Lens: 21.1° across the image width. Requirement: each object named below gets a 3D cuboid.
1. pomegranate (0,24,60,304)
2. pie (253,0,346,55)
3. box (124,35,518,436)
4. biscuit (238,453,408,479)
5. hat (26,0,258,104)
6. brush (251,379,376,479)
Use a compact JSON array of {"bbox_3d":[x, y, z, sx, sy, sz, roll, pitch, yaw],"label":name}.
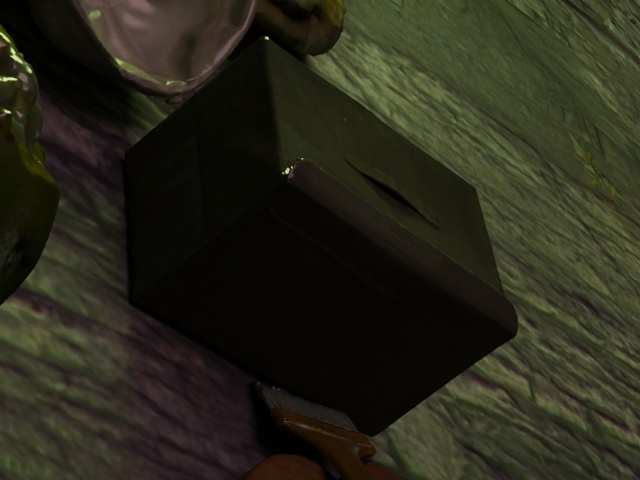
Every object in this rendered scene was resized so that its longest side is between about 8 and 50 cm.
[{"bbox_3d":[-0.251,-0.061,0.828,0.236,0.236,0.302,34,0,-33],"label":"pomegranate"},{"bbox_3d":[-0.102,-0.291,1.489,0.339,0.077,0.339,39,22,-19],"label":"pie"},{"bbox_3d":[0.000,0.000,1.190,0.231,0.155,0.149,32,32,-34],"label":"box"},{"bbox_3d":[0.081,0.271,1.101,0.376,0.051,0.269,38,31,-28],"label":"biscuit"},{"bbox_3d":[-0.176,-0.206,1.262,0.226,0.164,0.219,22,22,38],"label":"hat"},{"bbox_3d":[0.022,0.149,1.093,0.082,0.010,0.218,22,13,-29],"label":"brush"}]
